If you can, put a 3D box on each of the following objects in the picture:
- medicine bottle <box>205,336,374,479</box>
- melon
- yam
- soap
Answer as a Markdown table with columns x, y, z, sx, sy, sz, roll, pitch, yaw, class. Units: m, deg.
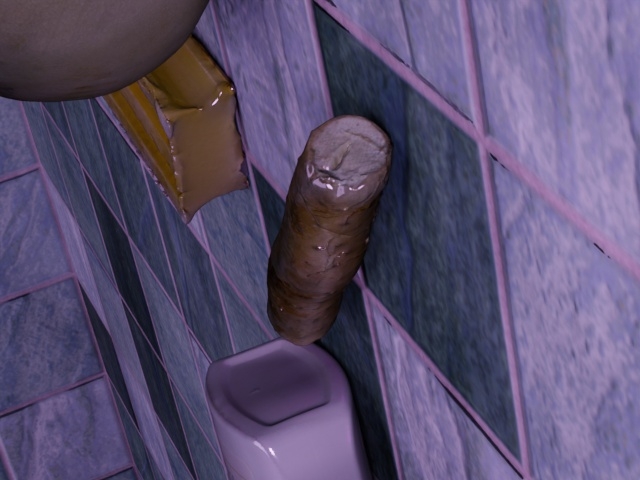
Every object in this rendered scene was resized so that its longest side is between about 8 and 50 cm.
| x | y | z | sx | sy | sz | roll | pitch | yaw | class |
| --- | --- | --- | --- | --- | --- | --- | --- | --- | --- |
| -0.005 | 0.257 | 1.433 | 0.179 | 0.124 | 0.324 | -135 | 29 | -59 | medicine bottle |
| -0.200 | -0.228 | 1.195 | 0.308 | 0.271 | 0.272 | 90 | 156 | -74 | melon |
| 0.000 | 0.000 | 1.155 | 0.067 | 0.071 | 0.317 | 29 | 158 | 5 | yam |
| -0.145 | -0.140 | 1.477 | 0.233 | 0.076 | 0.135 | 55 | 160 | 41 | soap |
